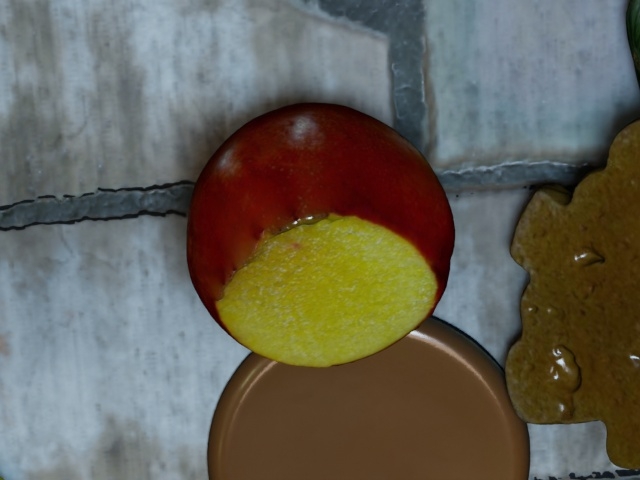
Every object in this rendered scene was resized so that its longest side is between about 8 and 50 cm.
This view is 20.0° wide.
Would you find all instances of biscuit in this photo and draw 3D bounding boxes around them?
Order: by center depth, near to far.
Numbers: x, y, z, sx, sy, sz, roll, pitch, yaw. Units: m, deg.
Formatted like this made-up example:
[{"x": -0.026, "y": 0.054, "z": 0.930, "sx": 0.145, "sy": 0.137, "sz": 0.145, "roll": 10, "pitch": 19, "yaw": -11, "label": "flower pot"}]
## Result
[{"x": 0.253, "y": 0.072, "z": 1.278, "sx": 0.301, "sy": 0.043, "sz": 0.278, "roll": 45, "pitch": 127, "yaw": 25, "label": "biscuit"}]

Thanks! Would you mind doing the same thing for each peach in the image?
[{"x": 0.000, "y": 0.000, "z": 1.261, "sx": 0.190, "sy": 0.192, "sz": 0.190, "roll": 3, "pitch": 108, "yaw": 10, "label": "peach"}]

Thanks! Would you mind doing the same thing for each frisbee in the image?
[{"x": 0.038, "y": 0.169, "z": 1.399, "sx": 0.251, "sy": 0.021, "sz": 0.251, "roll": 0, "pitch": 107, "yaw": 0, "label": "frisbee"}]

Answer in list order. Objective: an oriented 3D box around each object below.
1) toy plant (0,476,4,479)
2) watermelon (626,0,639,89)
[{"x": -0.291, "y": 0.243, "z": 1.377, "sx": 0.093, "sy": 0.093, "sz": 0.162, "roll": 41, "pitch": 102, "yaw": -11, "label": "toy plant"}, {"x": 0.334, "y": -0.136, "z": 1.261, "sx": 0.232, "sy": 0.127, "sz": 0.204, "roll": 4, "pitch": 107, "yaw": -5, "label": "watermelon"}]
